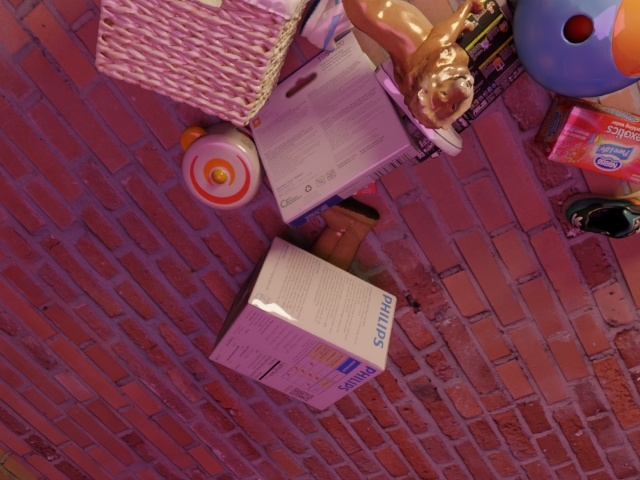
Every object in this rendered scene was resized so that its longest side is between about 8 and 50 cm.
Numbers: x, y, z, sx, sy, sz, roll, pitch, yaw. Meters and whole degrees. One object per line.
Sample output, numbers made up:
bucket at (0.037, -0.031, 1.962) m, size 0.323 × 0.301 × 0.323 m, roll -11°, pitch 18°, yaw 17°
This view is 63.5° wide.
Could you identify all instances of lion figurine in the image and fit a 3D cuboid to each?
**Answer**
lion figurine at (0.154, -0.404, 0.977) m, size 0.392 × 0.142 × 0.240 m, roll 40°, pitch 84°, yaw 0°

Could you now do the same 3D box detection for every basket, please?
basket at (-0.212, -0.431, 1.009) m, size 0.328 × 0.331 × 0.266 m, roll 21°, pitch 121°, yaw -6°

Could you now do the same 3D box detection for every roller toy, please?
roller toy at (-0.230, -0.180, 1.253) m, size 0.191 × 0.146 × 0.209 m, roll 0°, pitch 119°, yaw 5°

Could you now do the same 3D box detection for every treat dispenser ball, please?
treat dispenser ball at (0.513, -0.417, 0.971) m, size 0.288 × 0.288 × 0.288 m, roll 2°, pitch 119°, yaw 4°

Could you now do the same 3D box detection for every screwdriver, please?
screwdriver at (0.450, -0.453, 1.112) m, size 0.025 × 0.024 × 0.170 m, roll -15°, pitch 128°, yaw 47°

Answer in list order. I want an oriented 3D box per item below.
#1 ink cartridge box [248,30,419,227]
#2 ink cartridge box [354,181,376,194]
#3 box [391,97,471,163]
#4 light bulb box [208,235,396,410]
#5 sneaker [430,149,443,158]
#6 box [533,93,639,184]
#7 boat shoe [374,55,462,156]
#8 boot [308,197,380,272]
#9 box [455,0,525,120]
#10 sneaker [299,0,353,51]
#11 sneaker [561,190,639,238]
ink cartridge box at (0.010, -0.246, 1.160) m, size 0.324 × 0.330 × 0.071 m, roll -30°, pitch 154°, yaw 21°
ink cartridge box at (0.084, -0.185, 1.272) m, size 0.099 × 0.056 × 0.135 m, roll -3°, pitch 119°, yaw 7°
box at (0.228, -0.294, 1.184) m, size 0.147 × 0.077 × 0.180 m, roll -39°, pitch 109°, yaw 22°
light bulb box at (-0.052, 0.234, 1.366) m, size 0.361 × 0.225 × 0.358 m, roll 28°, pitch 139°, yaw -10°
sneaker at (0.291, -0.227, 1.240) m, size 0.032 × 0.037 × 0.083 m, roll 33°, pitch 118°, yaw -15°
box at (0.637, -0.225, 1.158) m, size 0.257 × 0.123 × 0.128 m, roll 15°, pitch 120°, yaw -3°
boat shoe at (0.227, -0.287, 1.089) m, size 0.258 × 0.095 × 0.084 m, roll 42°, pitch 119°, yaw -17°
boot at (0.000, 0.000, 1.368) m, size 0.236 × 0.089 × 0.269 m, roll 27°, pitch 120°, yaw -8°
box at (0.333, -0.387, 1.101) m, size 0.190 × 0.045 × 0.184 m, roll -45°, pitch 106°, yaw -2°
sneaker at (0.052, -0.508, 1.084) m, size 0.092 × 0.087 × 0.229 m, roll 29°, pitch 122°, yaw -21°
sneaker at (0.753, -0.055, 1.243) m, size 0.302 × 0.121 × 0.108 m, roll -3°, pitch 119°, yaw 7°
